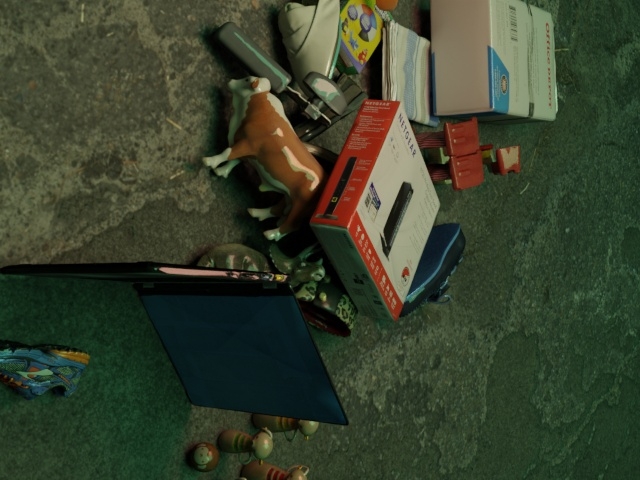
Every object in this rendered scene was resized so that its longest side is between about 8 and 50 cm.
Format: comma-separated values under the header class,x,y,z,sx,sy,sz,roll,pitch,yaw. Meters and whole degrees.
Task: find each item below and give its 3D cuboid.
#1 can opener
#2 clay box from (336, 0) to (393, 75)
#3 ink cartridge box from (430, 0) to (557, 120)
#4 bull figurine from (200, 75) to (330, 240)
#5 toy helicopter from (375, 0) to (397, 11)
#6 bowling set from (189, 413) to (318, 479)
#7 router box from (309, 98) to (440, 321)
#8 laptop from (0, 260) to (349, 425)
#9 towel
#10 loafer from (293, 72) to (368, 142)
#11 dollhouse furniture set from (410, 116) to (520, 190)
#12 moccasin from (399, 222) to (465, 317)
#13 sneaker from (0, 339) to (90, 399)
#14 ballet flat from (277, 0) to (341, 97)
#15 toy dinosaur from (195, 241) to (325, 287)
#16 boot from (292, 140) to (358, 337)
class,x,y,z,sx,sy,sz,roll,pitch,yaw
can opener,-0.072,-0.326,1.831,0.283,0.076,0.095,41,86,-15
clay box,0.083,-0.482,2.102,0.127,0.053,0.222,52,53,-33
ink cartridge box,0.436,-0.442,2.376,0.395,0.166,0.286,-3,92,-55
bull figurine,-0.101,-0.154,1.786,0.188,0.101,0.310,-39,95,2
toy helicopter,0.134,-0.645,1.996,0.355,0.140,0.235,52,36,-61
bowling set,-0.128,0.431,1.754,0.199,0.154,0.287,17,75,-46
router box,0.117,-0.055,1.874,0.301,0.082,0.335,-67,149,-26
laptop,-0.224,0.164,1.490,0.408,0.382,0.236,7,82,-48
towel,0.217,-0.382,2.221,0.285,0.034,0.209,6,85,-60
loafer,0.001,-0.273,1.991,0.084,0.096,0.267,55,41,-5
dollhouse furniture set,0.335,-0.212,2.259,0.374,0.201,0.152,-16,100,-46
moccasin,0.261,0.086,2.214,0.342,0.137,0.117,-42,123,-39
sneaker,-0.453,0.201,1.465,0.221,0.083,0.087,13,84,-45
ballet flat,-0.021,-0.481,1.952,0.139,0.139,0.400,32,61,-42
toy dinosaur,-0.154,0.069,1.788,0.313,0.121,0.160,7,85,-21
boot,0.000,0.000,1.936,0.377,0.138,0.284,44,57,-43
